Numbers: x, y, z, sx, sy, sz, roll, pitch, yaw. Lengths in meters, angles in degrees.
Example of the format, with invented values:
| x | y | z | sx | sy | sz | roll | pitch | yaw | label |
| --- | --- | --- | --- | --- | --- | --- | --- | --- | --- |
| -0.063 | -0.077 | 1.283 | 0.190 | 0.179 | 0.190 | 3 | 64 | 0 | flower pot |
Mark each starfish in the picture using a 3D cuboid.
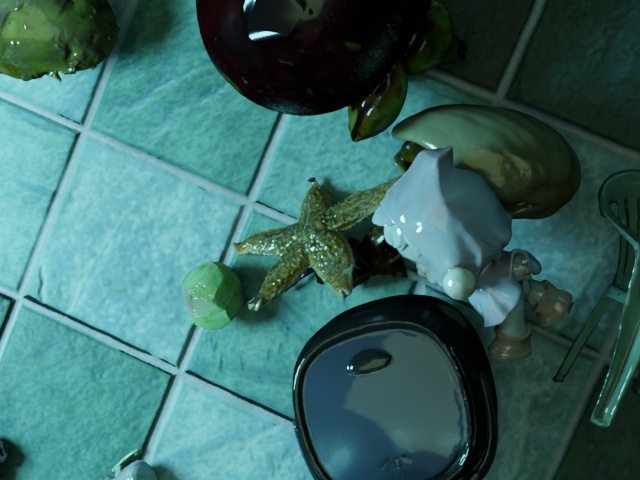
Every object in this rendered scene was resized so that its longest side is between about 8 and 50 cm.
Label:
| x | y | z | sx | sy | sz | roll | pitch | yaw | label |
| --- | --- | --- | --- | --- | --- | --- | --- | --- | --- |
| 0.003 | 0.004 | 1.599 | 0.295 | 0.231 | 0.048 | -20 | 127 | 23 | starfish |

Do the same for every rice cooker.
| x | y | z | sx | sy | sz | roll | pitch | yaw | label |
| --- | --- | --- | --- | --- | --- | --- | --- | --- | --- |
| 0.092 | 0.196 | 1.574 | 0.267 | 0.224 | 0.267 | 0 | 92 | 10 | rice cooker |

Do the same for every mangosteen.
| x | y | z | sx | sy | sz | roll | pitch | yaw | label |
| --- | --- | --- | --- | --- | --- | --- | --- | --- | --- |
| 0.002 | -0.286 | 1.544 | 0.311 | 0.311 | 0.311 | 1 | 93 | 11 | mangosteen |

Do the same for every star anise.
| x | y | z | sx | sy | sz | roll | pitch | yaw | label |
| --- | --- | --- | --- | --- | --- | --- | --- | --- | --- |
| 0.032 | 0.032 | 1.652 | 0.190 | 0.097 | 0.070 | -28 | 67 | 16 | star anise |

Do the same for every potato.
| x | y | z | sx | sy | sz | roll | pitch | yaw | label |
| --- | --- | --- | --- | --- | --- | --- | --- | --- | --- |
| -0.401 | -0.314 | 1.682 | 0.296 | 0.141 | 0.192 | 31 | 82 | 9 | potato |

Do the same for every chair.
| x | y | z | sx | sy | sz | roll | pitch | yaw | label |
| --- | --- | --- | --- | --- | --- | --- | --- | --- | --- |
| 0.398 | 0.072 | 1.524 | 0.203 | 0.190 | 0.275 | 13 | 102 | -24 | chair |

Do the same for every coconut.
| x | y | z | sx | sy | sz | roll | pitch | yaw | label |
| --- | --- | --- | --- | --- | --- | --- | --- | --- | --- |
| -0.141 | 0.067 | 1.686 | 0.083 | 0.081 | 0.082 | 17 | 138 | 14 | coconut |

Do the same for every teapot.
| x | y | z | sx | sy | sz | roll | pitch | yaw | label |
| --- | --- | --- | --- | --- | --- | --- | --- | --- | --- |
| -0.259 | 0.326 | 1.736 | 0.064 | 0.064 | 0.083 | -19 | 57 | 18 | teapot |

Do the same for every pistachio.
| x | y | z | sx | sy | sz | roll | pitch | yaw | label |
| --- | --- | --- | --- | --- | --- | --- | --- | --- | --- |
| 0.202 | -0.100 | 1.584 | 0.237 | 0.153 | 0.138 | 9 | 132 | 11 | pistachio |

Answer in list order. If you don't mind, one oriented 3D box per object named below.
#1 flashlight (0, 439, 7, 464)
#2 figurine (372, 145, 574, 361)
| x | y | z | sx | sy | sz | roll | pitch | yaw | label |
| --- | --- | --- | --- | --- | --- | --- | --- | --- | --- |
| -0.466 | 0.332 | 1.779 | 0.051 | 0.051 | 0.129 | 15 | 102 | 10 | flashlight |
| 0.179 | 0.016 | 1.502 | 0.133 | 0.200 | 0.276 | -39 | 109 | 13 | figurine |
